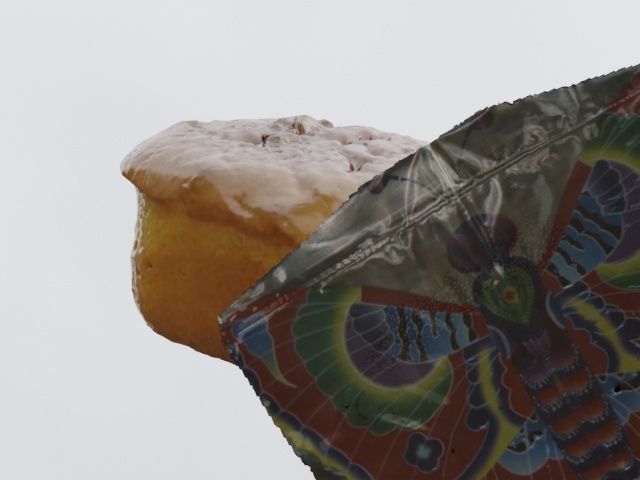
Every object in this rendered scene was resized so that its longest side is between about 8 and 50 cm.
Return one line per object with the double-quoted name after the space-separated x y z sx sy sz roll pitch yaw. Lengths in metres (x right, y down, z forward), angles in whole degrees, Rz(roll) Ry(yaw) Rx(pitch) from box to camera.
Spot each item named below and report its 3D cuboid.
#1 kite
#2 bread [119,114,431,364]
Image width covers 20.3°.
0.092 0.092 0.437 0.285 0.152 0.015 62 9 17 "kite"
-0.003 -0.002 1.375 0.312 0.312 0.172 19 -72 33 "bread"
